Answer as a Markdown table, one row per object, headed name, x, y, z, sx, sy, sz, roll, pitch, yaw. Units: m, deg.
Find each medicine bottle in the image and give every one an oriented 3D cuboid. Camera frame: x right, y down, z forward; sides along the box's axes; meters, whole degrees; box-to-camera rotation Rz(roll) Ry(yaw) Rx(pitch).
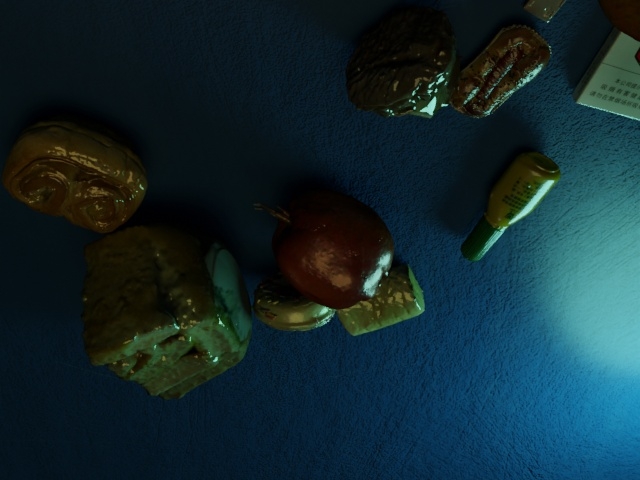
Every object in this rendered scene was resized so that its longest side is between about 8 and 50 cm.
| name | x | y | z | sx | sy | sz | roll | pitch | yaw |
| --- | --- | --- | --- | --- | --- | --- | --- | --- | --- |
| medicine bottle | 0.347 | -0.057 | 1.783 | 0.095 | 0.064 | 0.260 | 18 | 130 | -18 |

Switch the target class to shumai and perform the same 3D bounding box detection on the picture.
| name | x | y | z | sx | sy | sz | roll | pitch | yaw |
| --- | --- | --- | --- | --- | --- | --- | --- | --- | --- |
| shumai | 0.157 | -0.263 | 1.511 | 0.206 | 0.166 | 0.176 | -13 | 149 | 43 |

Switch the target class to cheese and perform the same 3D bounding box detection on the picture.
| name | x | y | z | sx | sy | sz | roll | pitch | yaw |
| --- | --- | --- | --- | --- | --- | --- | --- | --- | --- |
| cheese | 0.120 | 0.122 | 1.923 | 0.167 | 0.093 | 0.123 | -19 | 135 | 14 |

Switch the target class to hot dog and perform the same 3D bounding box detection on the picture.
| name | x | y | z | sx | sy | sz | roll | pitch | yaw |
| --- | --- | --- | --- | --- | --- | --- | --- | --- | --- |
| hot dog | 0.296 | -0.279 | 1.570 | 0.108 | 0.059 | 0.191 | 30 | 128 | -24 |

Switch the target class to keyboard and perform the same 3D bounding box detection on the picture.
| name | x | y | z | sx | sy | sz | roll | pitch | yaw |
| --- | --- | --- | --- | --- | --- | --- | --- | --- | --- |
| keyboard | 0.387 | -0.415 | 1.469 | 0.055 | 0.017 | 0.166 | 24 | 128 | -19 |

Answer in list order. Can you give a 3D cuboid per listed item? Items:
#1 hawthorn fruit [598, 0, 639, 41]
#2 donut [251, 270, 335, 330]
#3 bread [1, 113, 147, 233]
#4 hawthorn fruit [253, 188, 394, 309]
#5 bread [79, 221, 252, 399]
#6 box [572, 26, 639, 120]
| name | x | y | z | sx | sy | sz | roll | pitch | yaw |
| --- | --- | --- | --- | --- | --- | --- | --- | --- | --- |
| hawthorn fruit | 0.505 | -0.399 | 1.335 | 0.285 | 0.284 | 0.369 | -9 | 153 | 5 |
| donut | -0.050 | 0.111 | 1.852 | 0.175 | 0.174 | 0.068 | -3 | 122 | -1 |
| bread | -0.419 | -0.117 | 1.633 | 0.236 | 0.120 | 0.198 | 24 | 130 | -25 |
| hawthorn fruit | 0.000 | 0.000 | 1.724 | 0.299 | 0.211 | 0.211 | 32 | 125 | -22 |
| bread | -0.260 | 0.140 | 1.800 | 0.264 | 0.239 | 0.395 | -18 | 151 | 10 |
| box | 0.537 | -0.314 | 1.566 | 0.139 | 0.035 | 0.245 | 13 | 133 | -16 |
